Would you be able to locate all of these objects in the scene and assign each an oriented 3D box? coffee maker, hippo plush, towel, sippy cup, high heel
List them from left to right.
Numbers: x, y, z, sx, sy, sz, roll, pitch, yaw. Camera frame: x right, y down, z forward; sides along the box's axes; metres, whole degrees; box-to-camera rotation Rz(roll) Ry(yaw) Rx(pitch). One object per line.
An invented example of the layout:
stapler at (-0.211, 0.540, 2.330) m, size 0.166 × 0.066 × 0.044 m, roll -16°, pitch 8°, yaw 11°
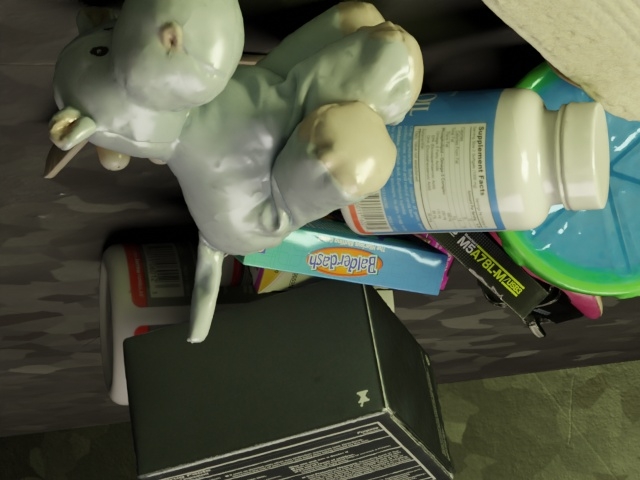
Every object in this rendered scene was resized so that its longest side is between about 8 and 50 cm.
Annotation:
hippo plush at (-0.086, -0.122, 1.231) m, size 0.236 × 0.234 × 0.294 m, roll 34°, pitch 133°, yaw -21°
high heel at (0.306, 0.043, 2.085) m, size 0.117 × 0.082 × 0.244 m, roll -18°, pitch 143°, yaw 15°
coffee maker at (0.333, 0.050, 2.230) m, size 0.171 × 0.120 × 0.178 m, roll -35°, pitch 159°, yaw 14°
sippy cup at (0.257, -0.059, 1.513) m, size 0.240 × 0.305 × 0.224 m, roll -36°, pitch 179°, yaw -4°
towel at (0.264, -0.181, 1.213) m, size 0.187 × 0.049 × 0.282 m, roll -16°, pitch 151°, yaw 32°

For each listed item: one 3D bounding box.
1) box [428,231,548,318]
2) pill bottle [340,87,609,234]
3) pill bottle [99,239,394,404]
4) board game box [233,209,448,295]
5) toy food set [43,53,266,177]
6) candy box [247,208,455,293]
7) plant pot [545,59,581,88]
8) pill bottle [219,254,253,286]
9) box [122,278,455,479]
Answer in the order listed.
box at (0.126, -0.023, 1.564) m, size 0.045 × 0.191 × 0.184 m, roll -48°, pitch 126°, yaw 7°
pill bottle at (0.132, -0.068, 1.326) m, size 0.221 × 0.124 × 0.124 m, roll -2°, pitch 168°, yaw 18°
pill bottle at (-0.099, 0.101, 2.007) m, size 0.362 × 0.210 × 0.210 m, roll -2°, pitch 166°, yaw -13°
board game box at (0.000, 0.000, 1.550) m, size 0.210 × 0.047 × 0.160 m, roll 10°, pitch -170°, yaw -22°
toy food set at (-0.087, -0.094, 1.457) m, size 0.306 × 0.092 × 0.219 m, roll 0°, pitch 166°, yaw -25°
candy box at (0.046, -0.021, 1.714) m, size 0.233 × 0.071 × 0.159 m, roll 0°, pitch 132°, yaw -21°
plant pot at (0.305, -0.185, 1.303) m, size 0.236 × 0.032 × 0.236 m, roll 0°, pitch 157°, yaw 0°
pill bottle at (-0.037, -0.002, 1.823) m, size 0.180 × 0.108 × 0.108 m, roll -2°, pitch 166°, yaw -13°
box at (-0.031, 0.196, 1.789) m, size 0.296 × 0.183 × 0.294 m, roll -17°, pitch 154°, yaw 12°
